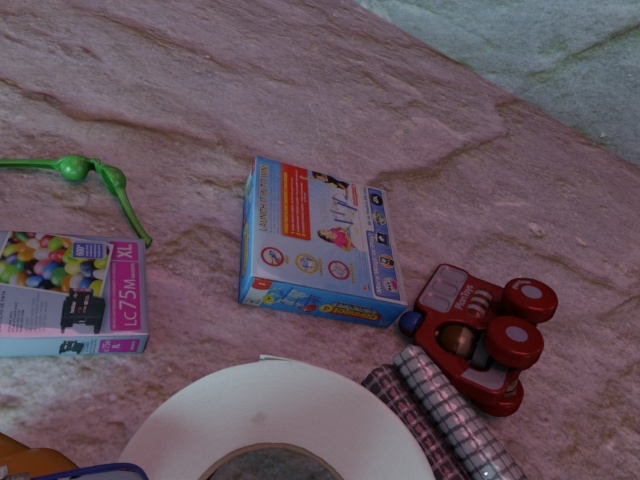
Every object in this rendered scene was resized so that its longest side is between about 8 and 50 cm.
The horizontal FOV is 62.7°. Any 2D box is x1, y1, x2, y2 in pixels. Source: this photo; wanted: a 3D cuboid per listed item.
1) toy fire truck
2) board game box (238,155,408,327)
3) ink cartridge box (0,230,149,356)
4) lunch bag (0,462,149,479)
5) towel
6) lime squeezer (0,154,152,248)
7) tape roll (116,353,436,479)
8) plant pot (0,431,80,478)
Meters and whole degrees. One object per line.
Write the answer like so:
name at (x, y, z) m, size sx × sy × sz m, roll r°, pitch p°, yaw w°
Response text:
toy fire truck at (0.292, 0.172, 1.016) m, size 0.253 × 0.170 × 0.302 m, roll 21°, pitch 39°, yaw 24°
board game box at (0.000, 0.000, 1.037) m, size 0.301 × 0.086 × 0.308 m, roll 13°, pitch 48°, yaw -18°
ink cartridge box at (-0.416, 0.074, 0.769) m, size 0.310 × 0.065 × 0.186 m, roll 2°, pitch 51°, yaw -24°
lunch bag at (-0.242, 0.333, 0.413) m, size 0.243 × 0.114 × 0.304 m, roll 5°, pitch 93°, yaw -42°
towel at (0.177, 0.291, 0.770) m, size 0.121 × 0.284 × 0.235 m, roll -38°, pitch 63°, yaw -1°
lime squeezer at (-0.421, -0.099, 0.932) m, size 0.310 × 0.059 × 0.110 m, roll 27°, pitch 75°, yaw -7°
tape roll at (-0.054, 0.331, 0.591) m, size 0.391 × 0.072 × 0.393 m, roll 0°, pitch 75°, yaw 0°
plant pot at (-0.373, 0.276, 0.534) m, size 0.187 × 0.205 × 0.205 m, roll 30°, pitch 42°, yaw 20°
